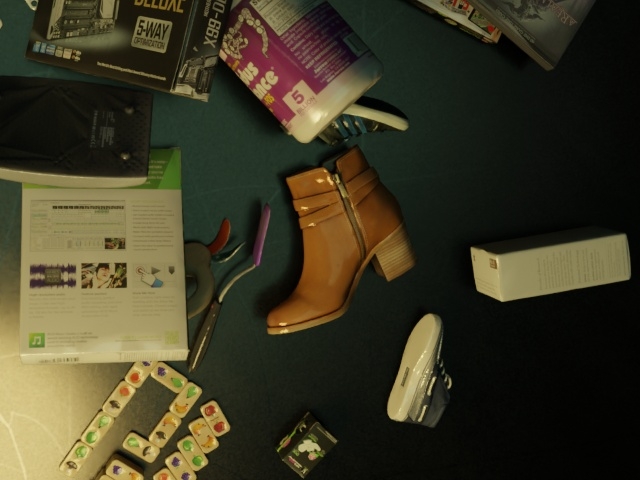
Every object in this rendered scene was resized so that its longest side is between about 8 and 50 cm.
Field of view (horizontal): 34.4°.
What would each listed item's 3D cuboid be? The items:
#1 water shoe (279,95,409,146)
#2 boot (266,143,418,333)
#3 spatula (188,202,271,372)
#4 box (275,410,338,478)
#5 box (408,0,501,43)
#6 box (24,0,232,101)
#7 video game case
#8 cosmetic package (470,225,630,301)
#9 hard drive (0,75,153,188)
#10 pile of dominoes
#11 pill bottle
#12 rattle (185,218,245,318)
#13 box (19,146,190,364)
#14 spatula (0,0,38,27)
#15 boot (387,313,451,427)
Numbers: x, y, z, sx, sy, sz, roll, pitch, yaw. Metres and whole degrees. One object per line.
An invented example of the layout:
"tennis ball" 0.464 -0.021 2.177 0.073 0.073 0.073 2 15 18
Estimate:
"water shoe" 0.036 -0.187 1.621 0.203 0.073 0.080 11 113 -8
"boot" 0.000 0.000 1.607 0.283 0.109 0.220 -30 105 -10
"spatula" -0.140 0.078 1.612 0.030 0.084 0.296 27 99 -14
"box" -0.023 0.330 1.674 0.083 0.062 0.052 -46 106 -4
"box" 0.211 -0.408 1.639 0.207 0.036 0.114 25 92 -15
"box" -0.256 -0.337 1.416 0.076 0.307 0.242 8 99 -55
"video game case" 0.362 -0.437 1.647 0.196 0.026 0.274 37 75 -15
"cosmetic package" 0.377 0.036 1.699 0.231 0.117 0.085 -10 99 -11
"hard drive" -0.373 -0.152 1.487 0.255 0.054 0.172 4 58 -11
"pile of dominoes" -0.270 0.328 1.628 0.196 0.040 0.251 36 89 -15
"pill bottle" -0.065 -0.299 1.480 0.169 0.169 0.301 -43 92 -4
"rattle" -0.201 0.076 1.603 0.199 0.130 0.142 -48 141 -38
"box" -0.311 0.017 1.491 0.232 0.058 0.321 0 69 -13
"spatula" -0.523 -0.400 1.477 0.168 0.019 0.242 -37 104 -7
"boot" 0.181 0.216 1.710 0.086 0.069 0.190 16 102 -22
